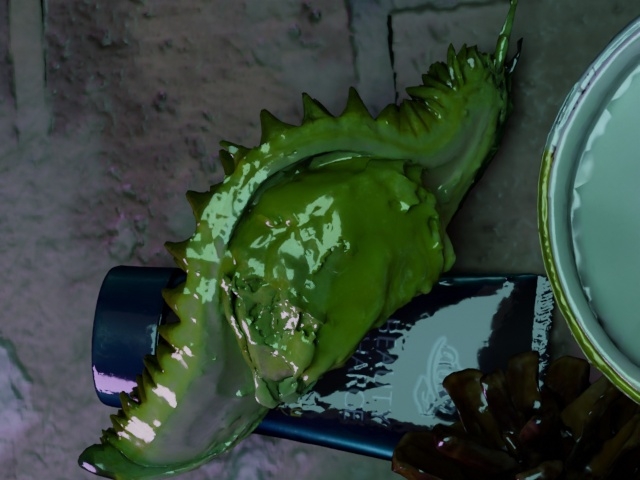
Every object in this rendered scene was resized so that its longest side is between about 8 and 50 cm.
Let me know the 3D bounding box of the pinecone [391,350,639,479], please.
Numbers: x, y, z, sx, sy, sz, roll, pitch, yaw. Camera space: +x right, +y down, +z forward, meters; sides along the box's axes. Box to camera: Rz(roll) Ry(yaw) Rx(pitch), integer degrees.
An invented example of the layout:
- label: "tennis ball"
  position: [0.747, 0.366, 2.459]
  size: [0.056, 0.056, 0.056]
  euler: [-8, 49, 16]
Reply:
- label: "pinecone"
  position: [0.118, 0.149, 0.846]
  size: [0.207, 0.208, 0.208]
  euler: [1, 94, 24]

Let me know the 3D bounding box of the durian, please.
- label: "durian"
  position: [-0.001, -0.002, 0.918]
  size: [0.132, 0.106, 0.375]
  euler: [44, 95, 11]

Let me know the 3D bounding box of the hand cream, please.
- label: "hand cream"
  position: [0.000, 0.068, 0.987]
  size: [0.270, 0.061, 0.120]
  euler: [5, 91, 16]

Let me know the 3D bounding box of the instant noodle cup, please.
- label: "instant noodle cup"
  position: [0.227, -0.019, 0.795]
  size: [0.264, 0.200, 0.264]
  euler: [1, 92, 25]
